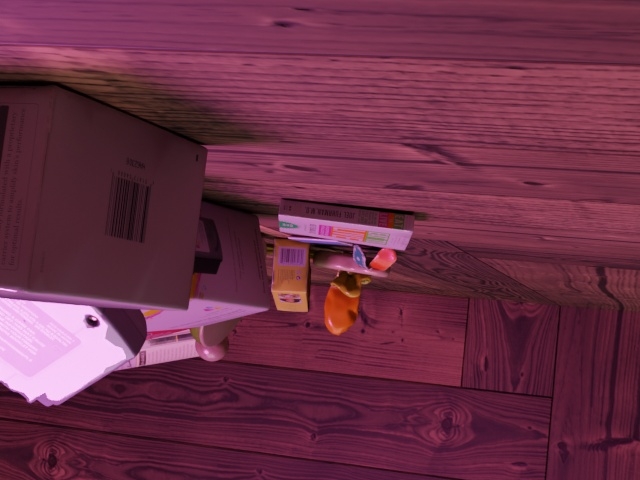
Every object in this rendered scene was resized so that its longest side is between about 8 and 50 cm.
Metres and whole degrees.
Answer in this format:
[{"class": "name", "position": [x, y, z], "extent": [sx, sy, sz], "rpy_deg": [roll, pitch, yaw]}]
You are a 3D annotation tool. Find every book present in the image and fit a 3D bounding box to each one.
[{"class": "book", "position": [0.027, -0.021, 1.315], "extent": [0.144, 0.035, 0.096], "rpy_deg": [7, 172, 0]}]

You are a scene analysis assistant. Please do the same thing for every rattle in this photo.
[{"class": "rattle", "position": [0.052, 0.077, 1.879], "extent": [0.130, 0.142, 0.200], "rpy_deg": [28, 173, -24]}]

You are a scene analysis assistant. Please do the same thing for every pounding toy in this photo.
[{"class": "pounding toy", "position": [-0.169, 0.065, 1.799], "extent": [0.110, 0.183, 0.237], "rpy_deg": [26, 159, 14]}]

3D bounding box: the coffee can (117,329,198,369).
[{"class": "coffee can", "position": [-0.324, 0.111, 1.937], "extent": [0.275, 0.201, 0.201], "rpy_deg": [-8, 179, -14]}]

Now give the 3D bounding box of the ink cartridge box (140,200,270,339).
[{"class": "ink cartridge box", "position": [-0.230, 0.032, 1.378], "extent": [0.226, 0.131, 0.306], "rpy_deg": [-14, 168, 26]}]

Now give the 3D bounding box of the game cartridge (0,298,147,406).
[{"class": "game cartridge", "position": [-0.322, 0.039, 1.178], "extent": [0.196, 0.060, 0.294], "rpy_deg": [-29, 118, 38]}]

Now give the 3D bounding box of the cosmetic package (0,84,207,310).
[{"class": "cosmetic package", "position": [-0.236, -0.027, 0.877], "extent": [0.225, 0.138, 0.224], "rpy_deg": [5, 176, 21]}]

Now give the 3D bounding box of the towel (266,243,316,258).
[{"class": "towel", "position": [-0.060, 0.024, 2.057], "extent": [0.237, 0.021, 0.102], "rpy_deg": [9, 174, -31]}]

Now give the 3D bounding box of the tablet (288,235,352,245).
[{"class": "tablet", "position": [0.000, 0.000, 1.755], "extent": [0.083, 0.006, 0.054], "rpy_deg": [4, 176, 27]}]

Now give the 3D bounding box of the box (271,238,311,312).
[{"class": "box", "position": [-0.045, 0.059, 1.924], "extent": [0.058, 0.087, 0.232], "rpy_deg": [3, 168, 1]}]
